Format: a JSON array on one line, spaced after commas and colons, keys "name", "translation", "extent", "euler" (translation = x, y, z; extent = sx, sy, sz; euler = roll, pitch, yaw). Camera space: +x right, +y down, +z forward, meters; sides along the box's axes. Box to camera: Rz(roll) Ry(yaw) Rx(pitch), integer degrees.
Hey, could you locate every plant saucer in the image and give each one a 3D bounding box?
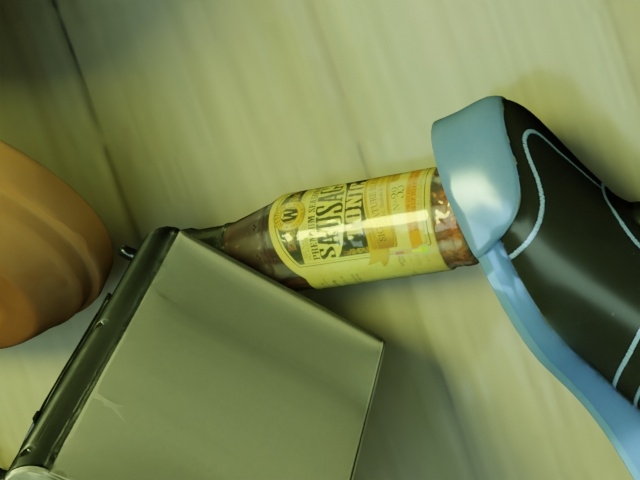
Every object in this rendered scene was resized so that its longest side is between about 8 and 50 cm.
[{"name": "plant saucer", "translation": [-0.182, -0.002, 0.532], "extent": [0.200, 0.200, 0.037], "euler": [2, 64, 19]}]

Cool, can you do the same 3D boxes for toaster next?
[{"name": "toaster", "translation": [-0.065, 0.103, 0.513], "extent": [0.110, 0.186, 0.168], "euler": [27, 121, -4]}]

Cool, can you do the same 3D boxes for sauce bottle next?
[{"name": "sauce bottle", "translation": [0.000, 0.000, 0.540], "extent": [0.128, 0.042, 0.042], "euler": [-11, 99, 20]}]

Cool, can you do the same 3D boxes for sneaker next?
[{"name": "sneaker", "translation": [0.134, 0.034, 0.486], "extent": [0.090, 0.081, 0.232], "euler": [-33, 97, 20]}]
